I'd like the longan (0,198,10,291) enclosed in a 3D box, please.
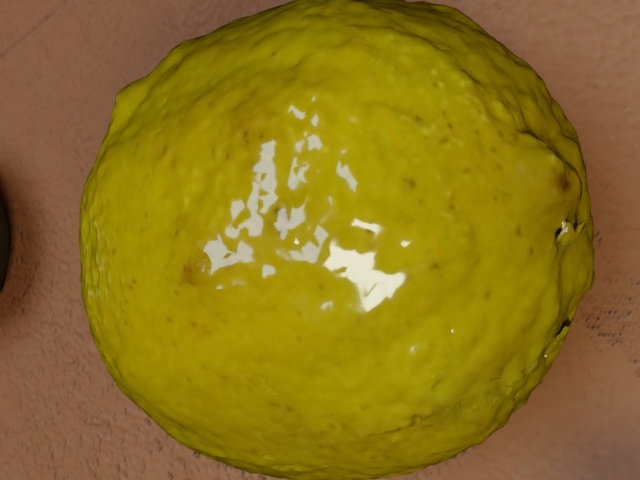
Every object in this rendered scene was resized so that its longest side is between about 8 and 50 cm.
[{"bbox_3d":[-0.362,0.002,0.842,0.189,0.189,0.189,-6,80,34],"label":"longan"}]

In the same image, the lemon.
[{"bbox_3d":[0.000,0.000,0.542,0.321,0.268,0.268,-7,79,36],"label":"lemon"}]
